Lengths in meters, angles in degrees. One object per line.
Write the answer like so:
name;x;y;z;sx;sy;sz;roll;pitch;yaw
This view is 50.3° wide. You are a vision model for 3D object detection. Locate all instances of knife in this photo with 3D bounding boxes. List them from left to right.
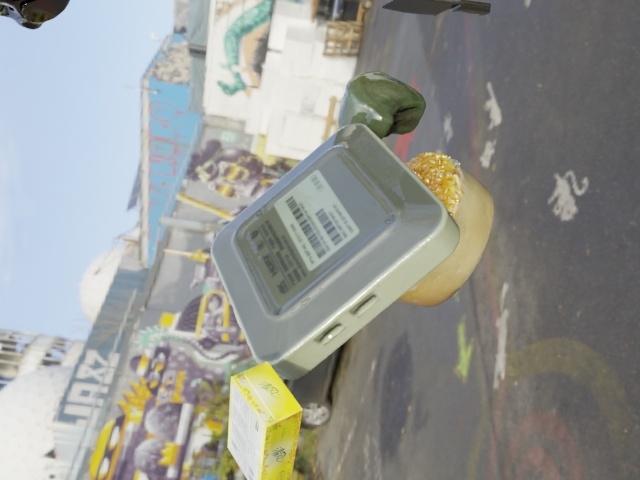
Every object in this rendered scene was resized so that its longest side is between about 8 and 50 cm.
knife;0.226;-0.450;1.315;0.072;0.245;0.019;-6;90;57

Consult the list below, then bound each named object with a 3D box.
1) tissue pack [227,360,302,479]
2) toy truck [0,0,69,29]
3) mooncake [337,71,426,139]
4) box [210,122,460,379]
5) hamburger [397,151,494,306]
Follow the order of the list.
tissue pack;-0.080;0.265;0.957;0.095;0.062;0.176;47;142;37
toy truck;-0.662;-0.530;1.252;0.180;0.254;0.405;-35;-8;35
mooncake;0.118;-0.247;1.316;0.168;0.175;0.104;-116;33;-45
box;0.000;0.000;1.133;0.373;0.090;0.367;-40;39;5
hamburger;0.184;-0.018;1.263;0.302;0.170;0.302;-57;13;21
